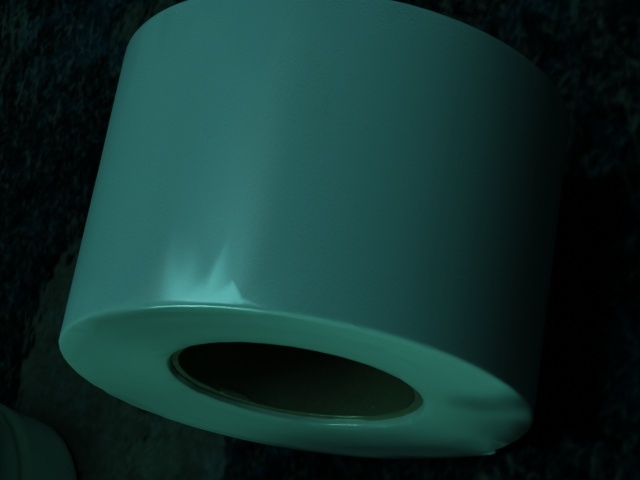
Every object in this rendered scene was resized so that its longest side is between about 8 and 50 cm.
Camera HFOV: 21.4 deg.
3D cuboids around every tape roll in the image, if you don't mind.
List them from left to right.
[{"bbox_3d":[0.000,0.000,0.883,0.246,0.246,0.169,-10,62,41],"label":"tape roll"}]

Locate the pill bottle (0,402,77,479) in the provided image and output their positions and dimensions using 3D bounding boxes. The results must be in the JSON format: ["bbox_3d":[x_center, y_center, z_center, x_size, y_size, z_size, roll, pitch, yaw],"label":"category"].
[{"bbox_3d":[-0.341,0.140,1.052,0.204,0.361,0.204,-23,53,34],"label":"pill bottle"}]
